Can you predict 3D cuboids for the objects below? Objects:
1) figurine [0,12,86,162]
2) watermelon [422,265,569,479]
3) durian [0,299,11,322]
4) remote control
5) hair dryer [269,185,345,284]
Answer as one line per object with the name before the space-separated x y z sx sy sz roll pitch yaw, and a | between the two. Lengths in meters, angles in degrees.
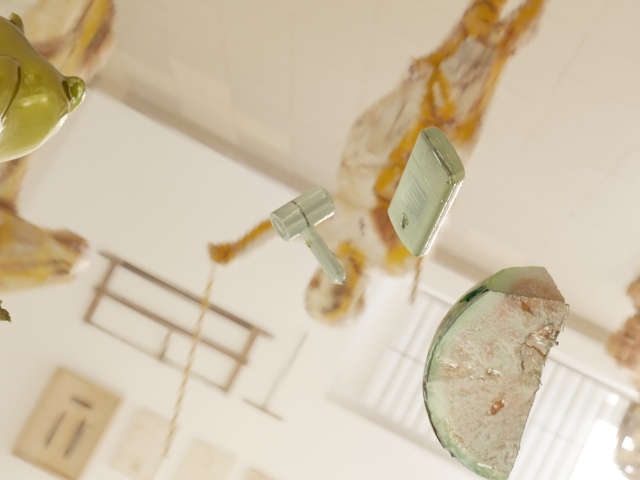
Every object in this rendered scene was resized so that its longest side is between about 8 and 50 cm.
figurine | -0.431 -0.152 1.432 0.218 0.169 0.327 42 -147 22
watermelon | 0.244 0.189 1.872 0.180 0.305 0.224 29 -152 37
durian | -0.397 -0.016 1.142 0.305 0.195 0.185 -4 171 17
remote control | 0.155 -0.070 1.942 0.098 0.038 0.233 61 156 23
hair dryer | 0.000 0.000 1.800 0.137 0.082 0.047 57 161 6
